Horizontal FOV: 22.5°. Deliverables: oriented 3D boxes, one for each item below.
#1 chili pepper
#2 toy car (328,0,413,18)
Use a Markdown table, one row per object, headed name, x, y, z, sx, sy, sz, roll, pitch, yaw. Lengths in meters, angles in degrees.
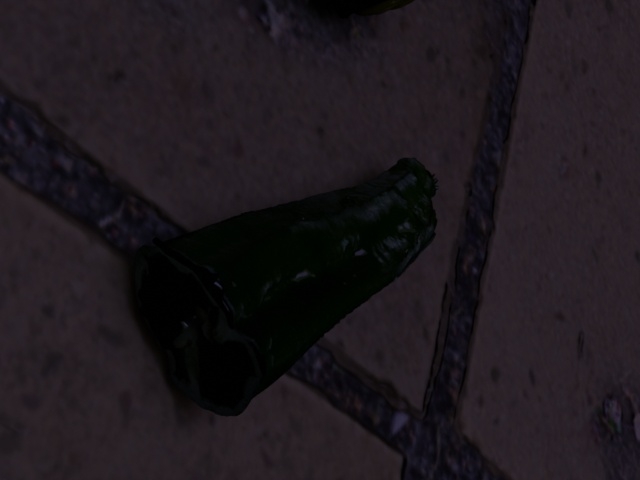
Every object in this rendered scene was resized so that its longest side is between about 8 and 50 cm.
| name | x | y | z | sx | sy | sz | roll | pitch | yaw |
| --- | --- | --- | --- | --- | --- | --- | --- | --- | --- |
| chili pepper | 0.000 | 0.000 | 0.794 | 0.227 | 0.059 | 0.088 | -34 | 101 | -51 |
| toy car | 0.073 | -0.252 | 0.879 | 0.314 | 0.166 | 0.198 | -35 | 102 | -49 |
